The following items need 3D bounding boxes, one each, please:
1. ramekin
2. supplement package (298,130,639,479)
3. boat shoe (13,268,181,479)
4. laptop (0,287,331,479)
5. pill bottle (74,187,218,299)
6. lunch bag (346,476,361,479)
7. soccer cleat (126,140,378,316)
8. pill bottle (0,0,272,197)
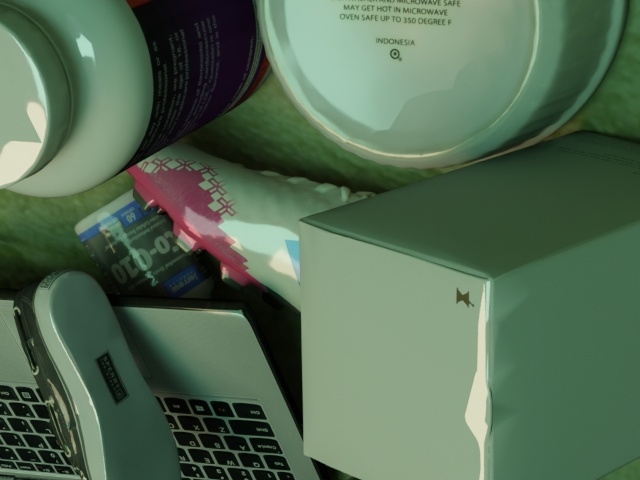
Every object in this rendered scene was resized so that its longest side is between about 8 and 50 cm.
[{"bbox_3d":[0.077,-0.174,1.341,0.272,0.127,0.273,9,112,22],"label":"ramekin"},{"bbox_3d":[0.147,0.049,1.270,0.175,0.293,0.178,18,116,43],"label":"supplement package"},{"bbox_3d":[-0.180,0.133,1.445,0.076,0.080,0.228,-10,107,45],"label":"boat shoe"},{"bbox_3d":[-0.203,0.259,1.550,0.382,0.236,0.408,2,137,24],"label":"laptop"},{"bbox_3d":[-0.136,0.026,1.538,0.078,0.078,0.137,-30,94,30],"label":"pill bottle"},{"bbox_3d":[0.056,0.308,1.433,0.169,0.287,0.235,15,115,17],"label":"lunch bag"},{"bbox_3d":[0.000,0.000,1.460,0.331,0.116,0.143,39,93,8],"label":"soccer cleat"},{"bbox_3d":[-0.165,-0.141,1.351,0.181,0.323,0.182,8,111,22],"label":"pill bottle"}]
